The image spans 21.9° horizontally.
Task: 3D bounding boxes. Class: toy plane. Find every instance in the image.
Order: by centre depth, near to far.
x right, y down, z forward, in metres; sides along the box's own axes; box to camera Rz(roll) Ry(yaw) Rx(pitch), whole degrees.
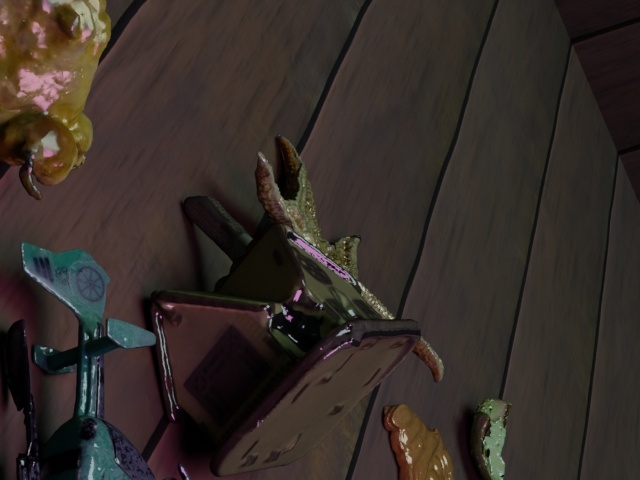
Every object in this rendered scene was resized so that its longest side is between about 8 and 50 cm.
[{"bbox_3d":[-0.183,0.186,1.316,0.155,0.106,0.381,24,56,-46],"label":"toy plane"}]

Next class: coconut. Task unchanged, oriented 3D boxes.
[{"bbox_3d":[0.236,0.286,2.265,0.133,0.055,0.158,48,31,-43],"label":"coconut"}]

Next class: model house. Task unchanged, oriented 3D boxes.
[{"bbox_3d":[-0.083,0.062,1.593,0.278,0.205,0.218,47,15,18],"label":"model house"}]

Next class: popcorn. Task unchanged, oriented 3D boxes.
[{"bbox_3d":[-0.255,-0.143,1.329,0.168,0.173,0.195,-2,103,-30],"label":"popcorn"}]

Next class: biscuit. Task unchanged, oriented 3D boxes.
[{"bbox_3d":[0.140,0.305,2.069,0.250,0.035,0.162,63,28,-26],"label":"biscuit"}]

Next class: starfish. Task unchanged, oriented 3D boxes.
[{"bbox_3d":[-0.003,0.001,1.858,0.358,0.078,0.347,47,13,-40],"label":"starfish"}]
